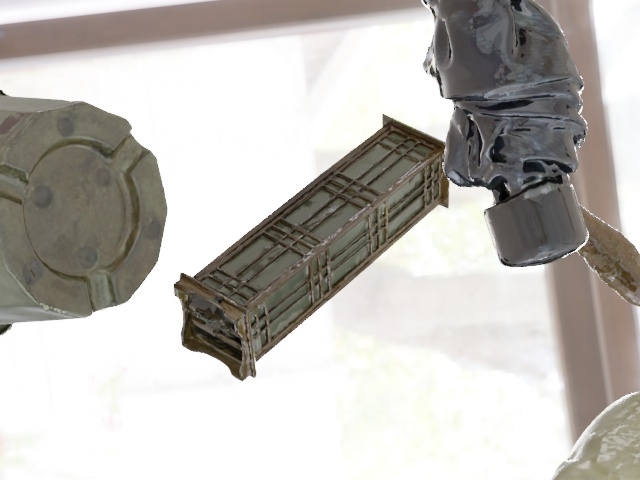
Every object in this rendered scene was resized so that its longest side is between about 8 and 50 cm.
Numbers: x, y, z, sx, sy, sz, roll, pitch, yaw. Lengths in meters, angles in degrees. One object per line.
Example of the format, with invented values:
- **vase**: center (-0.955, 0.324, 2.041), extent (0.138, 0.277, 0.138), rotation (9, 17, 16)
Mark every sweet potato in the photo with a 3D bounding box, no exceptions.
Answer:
- **sweet potato**: center (0.367, 0.016, 1.936), extent (0.274, 0.067, 0.067), rotation (40, 6, -10)

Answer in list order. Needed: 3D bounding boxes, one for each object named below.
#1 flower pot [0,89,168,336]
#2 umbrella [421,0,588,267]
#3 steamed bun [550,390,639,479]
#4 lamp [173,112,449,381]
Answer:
- **flower pot**: center (-0.290, -0.033, 1.381), extent (0.259, 0.290, 0.290), rotation (-1, -83, 46)
- **umbrella**: center (0.066, -0.101, 0.583), extent (0.080, 0.071, 0.224), rotation (77, 0, -87)
- **steamed bun**: center (0.394, 0.316, 1.620), extent (0.290, 0.272, 0.273), rotation (-48, 138, -49)
- **lamp**: center (0.000, 0.000, 1.467), extent (0.089, 0.325, 0.090), rotation (27, -40, 30)
